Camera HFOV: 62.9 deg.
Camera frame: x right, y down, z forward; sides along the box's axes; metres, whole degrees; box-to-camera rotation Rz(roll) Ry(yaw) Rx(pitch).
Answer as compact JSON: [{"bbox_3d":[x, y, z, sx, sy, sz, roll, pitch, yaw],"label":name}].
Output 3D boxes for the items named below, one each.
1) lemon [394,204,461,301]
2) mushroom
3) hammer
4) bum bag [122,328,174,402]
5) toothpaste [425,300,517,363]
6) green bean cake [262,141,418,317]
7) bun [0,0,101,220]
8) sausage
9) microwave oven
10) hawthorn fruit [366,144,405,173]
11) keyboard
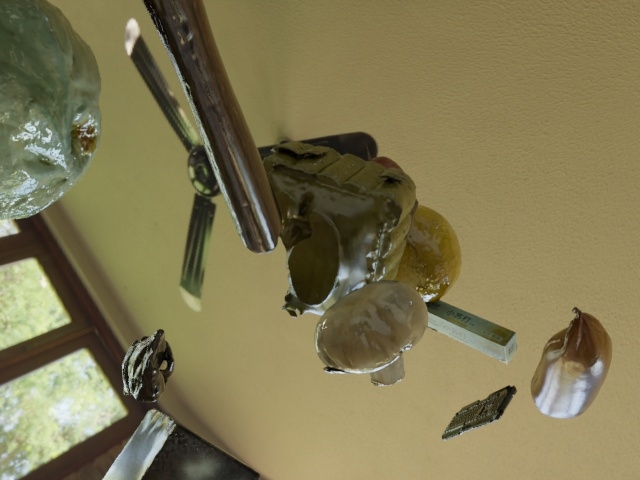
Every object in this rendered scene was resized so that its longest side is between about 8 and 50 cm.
[{"bbox_3d":[0.273,0.042,1.547,0.296,0.297,0.297,13,-68,34],"label":"lemon"},{"bbox_3d":[0.069,0.121,0.664,0.154,0.154,0.123,-27,-91,40],"label":"mushroom"},{"bbox_3d":[-0.098,-0.157,0.416,0.243,0.095,0.409,-112,-177,-48],"label":"hammer"},{"bbox_3d":[-0.281,0.200,0.837,0.248,0.069,0.102,-24,-113,59],"label":"bum bag"},{"bbox_3d":[0.417,0.250,1.536,0.312,0.071,0.089,23,-35,42],"label":"toothpaste"},{"bbox_3d":[0.000,0.000,0.936,0.284,0.202,0.310,17,-67,16],"label":"green bean cake"},{"bbox_3d":[-0.256,-0.113,0.451,0.118,0.195,0.196,14,-63,0],"label":"bun"},{"bbox_3d":[0.436,0.216,0.907,0.112,0.112,0.328,24,-30,29],"label":"sausage"},{"bbox_3d":[-0.393,0.647,1.193,0.236,0.432,0.374,40,-26,-16],"label":"microwave oven"},{"bbox_3d":[0.138,-0.142,1.252,0.140,0.125,0.125,36,-56,16],"label":"hawthorn fruit"},{"bbox_3d":[0.359,0.399,1.205,0.016,0.106,0.262,43,-33,10],"label":"keyboard"}]
